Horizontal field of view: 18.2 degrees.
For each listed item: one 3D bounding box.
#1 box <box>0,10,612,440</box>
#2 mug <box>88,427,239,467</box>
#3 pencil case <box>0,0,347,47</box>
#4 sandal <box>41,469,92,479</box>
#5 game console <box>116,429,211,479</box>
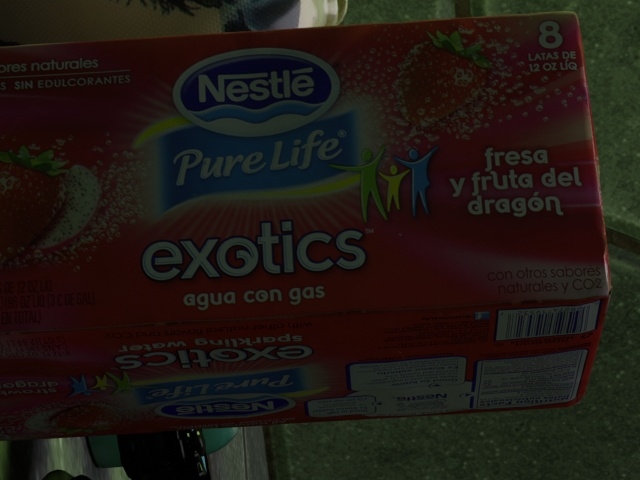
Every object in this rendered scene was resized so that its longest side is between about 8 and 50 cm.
[{"bbox_3d":[-0.023,-0.002,0.783,0.128,0.257,0.123,83,3,-67],"label":"box"},{"bbox_3d":[-0.094,0.057,1.220,0.129,0.097,0.158,-93,178,-79],"label":"mug"},{"bbox_3d":[-0.087,-0.259,0.852,0.160,0.183,0.410,-92,175,-77],"label":"pencil case"},{"bbox_3d":[-0.093,0.160,0.852,0.086,0.120,0.303,-57,177,-11],"label":"sandal"},{"bbox_3d":[-0.086,0.012,1.033,0.361,0.044,0.213,-104,171,-46],"label":"game console"}]
